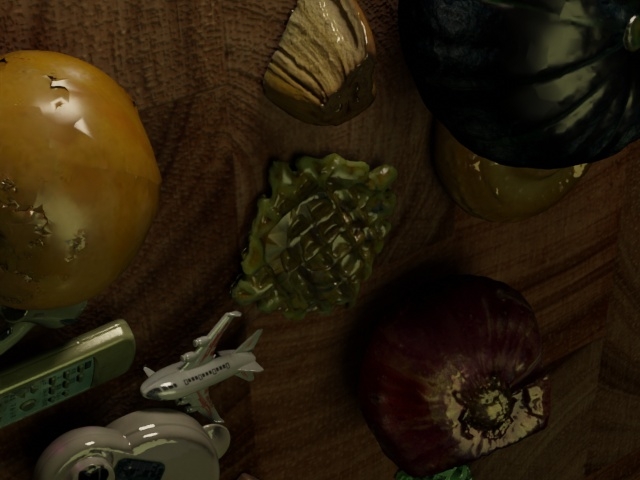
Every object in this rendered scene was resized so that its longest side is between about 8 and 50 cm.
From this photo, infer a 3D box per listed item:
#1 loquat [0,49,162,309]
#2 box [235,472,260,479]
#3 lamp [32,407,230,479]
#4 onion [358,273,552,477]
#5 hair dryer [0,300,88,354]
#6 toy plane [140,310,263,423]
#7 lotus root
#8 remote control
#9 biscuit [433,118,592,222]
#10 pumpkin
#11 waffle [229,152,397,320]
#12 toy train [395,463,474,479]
[{"bbox_3d":[-0.262,-0.053,1.101,0.235,0.235,0.235,-20,129,-27],"label":"loquat"},{"bbox_3d":[-0.123,0.370,1.639,0.115,0.025,0.048,-50,135,1],"label":"box"},{"bbox_3d":[-0.230,0.275,1.430,0.246,0.108,0.180,13,105,-41],"label":"lamp"},{"bbox_3d":[0.169,0.169,1.612,0.256,0.272,0.231,-28,106,-30],"label":"onion"},{"bbox_3d":[-0.329,0.095,1.224,0.199,0.067,0.167,-36,175,-6],"label":"hair dryer"},{"bbox_3d":[-0.144,0.158,1.451,0.171,0.065,0.162,-9,123,-32],"label":"toy plane"},{"bbox_3d":[0.015,-0.193,1.317,0.095,0.135,0.159,7,126,-43],"label":"lotus root"},{"bbox_3d":[-0.311,0.157,1.318,0.233,0.038,0.098,-22,154,-25],"label":"remote control"},{"bbox_3d":[0.276,-0.124,1.583,0.274,0.091,0.213,-28,130,-25],"label":"biscuit"},{"bbox_3d":[0.262,-0.259,1.341,0.363,0.266,0.364,-11,111,-32],"label":"pumpkin"},{"bbox_3d":[0.002,0.001,1.472,0.204,0.054,0.224,1,116,-40],"label":"waffle"},{"bbox_3d":[0.185,0.317,1.819,0.099,0.081,0.149,15,102,-43],"label":"toy train"}]
